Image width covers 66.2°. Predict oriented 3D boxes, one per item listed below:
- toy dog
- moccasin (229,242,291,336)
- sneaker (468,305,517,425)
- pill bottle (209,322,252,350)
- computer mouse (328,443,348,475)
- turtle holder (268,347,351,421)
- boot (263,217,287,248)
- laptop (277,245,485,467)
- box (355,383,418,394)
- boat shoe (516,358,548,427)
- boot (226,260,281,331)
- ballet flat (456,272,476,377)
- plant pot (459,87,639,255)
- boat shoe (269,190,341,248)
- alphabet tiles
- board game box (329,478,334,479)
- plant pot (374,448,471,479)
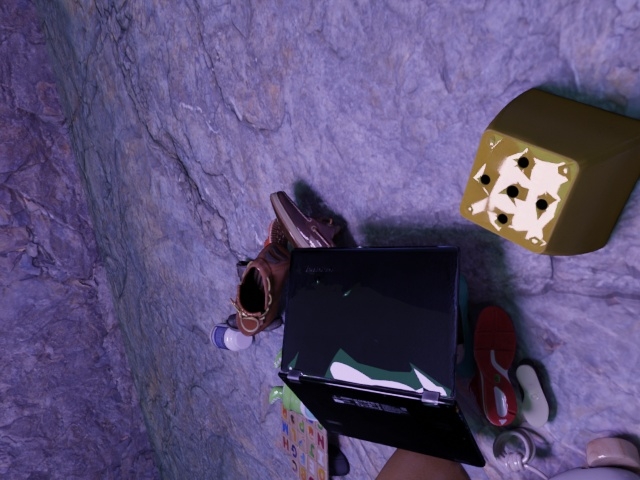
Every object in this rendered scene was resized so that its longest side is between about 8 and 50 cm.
[{"bbox_3d":[0.462,0.480,0.883,0.161,0.220,0.333,40,150,-13],"label":"toy dog"},{"bbox_3d":[-0.184,0.166,1.395,0.139,0.147,0.380,46,140,11],"label":"moccasin"},{"bbox_3d":[0.329,0.247,0.989,0.128,0.086,0.222,112,163,-78],"label":"sneaker"},{"bbox_3d":[-0.318,0.346,1.759,0.169,0.094,0.094,-6,101,50],"label":"pill bottle"},{"bbox_3d":[-0.017,0.725,1.604,0.261,0.060,0.184,17,117,44],"label":"computer mouse"},{"bbox_3d":[0.024,0.314,1.277,0.227,0.243,0.321,19,91,13],"label":"turtle holder"},{"bbox_3d":[-0.140,0.001,1.443,0.084,0.059,0.158,31,127,46],"label":"boot"},{"bbox_3d":[0.131,0.237,1.028,0.381,0.236,0.408,-1,135,34],"label":"laptop"},{"bbox_3d":[0.164,0.207,1.113,0.154,0.142,0.300,12,115,45],"label":"box"},{"bbox_3d":[0.412,0.295,0.951,0.048,0.042,0.133,-12,97,29],"label":"boat shoe"},{"bbox_3d":[-0.233,0.176,1.605,0.262,0.091,0.229,-8,99,39],"label":"boot"},{"bbox_3d":[0.269,0.187,1.028,0.083,0.087,0.248,6,110,47],"label":"ballet flat"},{"bbox_3d":[0.337,-0.095,0.753,0.212,0.187,0.212,34,129,36],"label":"plant pot"},{"bbox_3d":[0.000,0.000,1.242,0.342,0.123,0.123,53,169,15],"label":"boat shoe"},{"bbox_3d":[-0.058,0.625,1.585,0.285,0.011,0.343,9,104,56],"label":"alphabet tiles"},{"bbox_3d":[-0.007,0.825,1.525,0.136,0.201,0.035,-7,100,49],"label":"board game box"},{"bbox_3d":[0.201,0.644,1.171,0.237,0.254,0.237,24,123,42],"label":"plant pot"}]
